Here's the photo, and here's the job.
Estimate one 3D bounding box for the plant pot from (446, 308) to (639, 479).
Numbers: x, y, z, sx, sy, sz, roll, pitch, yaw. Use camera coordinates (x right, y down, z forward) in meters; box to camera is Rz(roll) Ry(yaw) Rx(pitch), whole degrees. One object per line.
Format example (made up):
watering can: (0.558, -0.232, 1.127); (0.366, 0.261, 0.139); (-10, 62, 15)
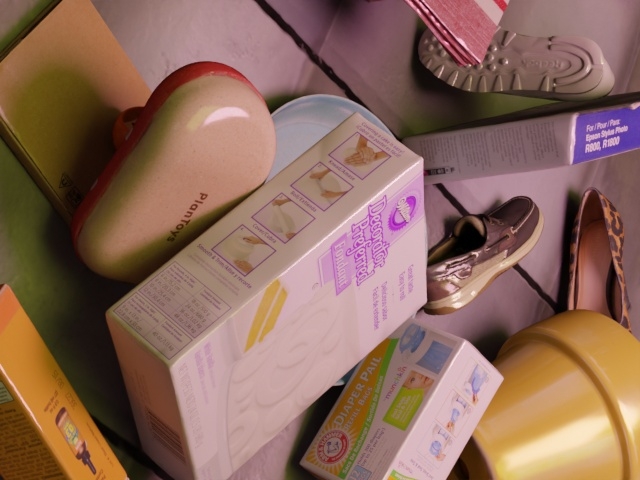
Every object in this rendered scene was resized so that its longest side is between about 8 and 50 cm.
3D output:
plant pot: (0.248, 0.233, 1.967); (0.239, 0.254, 0.254); (-18, 101, -30)

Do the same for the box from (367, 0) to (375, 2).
box: (0.146, -0.393, 1.970); (0.257, 0.128, 0.123); (-43, 117, -38)

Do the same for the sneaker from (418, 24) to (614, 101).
sneaker: (0.228, -0.203, 1.989); (0.095, 0.235, 0.090); (17, 89, -68)

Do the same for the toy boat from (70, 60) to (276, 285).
toy boat: (-0.150, -0.076, 1.608); (0.151, 0.151, 0.231); (17, 118, -45)

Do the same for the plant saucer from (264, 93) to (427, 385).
plant saucer: (0.000, 0.000, 1.854); (0.317, 0.043, 0.318); (4, 84, -45)

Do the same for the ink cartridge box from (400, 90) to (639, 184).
ink cartridge box: (0.320, -0.131, 1.988); (0.324, 0.330, 0.071); (-15, 98, -45)

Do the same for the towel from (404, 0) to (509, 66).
towel: (0.149, -0.383, 1.859); (0.237, 0.037, 0.329); (44, 56, -30)

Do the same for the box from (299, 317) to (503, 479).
box: (0.089, 0.197, 1.840); (0.203, 0.114, 0.103); (-59, 138, -12)

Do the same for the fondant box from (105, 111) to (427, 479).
fondant box: (-0.040, 0.064, 1.641); (0.330, 0.096, 0.238); (-41, 150, -24)

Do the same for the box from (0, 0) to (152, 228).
box: (-0.231, -0.120, 1.638); (0.164, 0.021, 0.201); (-53, 123, -34)

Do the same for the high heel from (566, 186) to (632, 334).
high heel: (0.340, 0.055, 2.143); (0.261, 0.093, 0.186); (-54, 133, -60)

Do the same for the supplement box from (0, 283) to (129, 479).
supplement box: (-0.267, 0.158, 1.530); (0.233, 0.080, 0.078); (60, 29, -22)

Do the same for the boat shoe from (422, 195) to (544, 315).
boat shoe: (0.191, 0.003, 2.025); (0.223, 0.080, 0.073); (-42, 122, -34)
